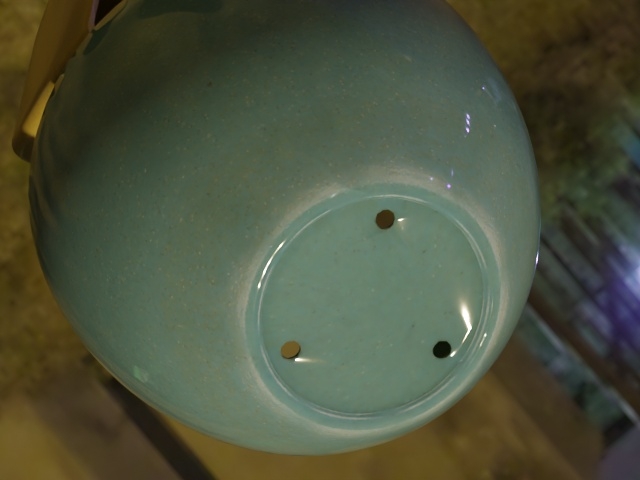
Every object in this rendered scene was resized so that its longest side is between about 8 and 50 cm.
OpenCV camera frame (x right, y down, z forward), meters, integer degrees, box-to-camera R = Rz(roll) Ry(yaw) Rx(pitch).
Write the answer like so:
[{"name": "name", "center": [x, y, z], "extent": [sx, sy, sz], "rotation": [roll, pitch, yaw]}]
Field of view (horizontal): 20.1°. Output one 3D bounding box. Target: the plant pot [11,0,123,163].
[{"name": "plant pot", "center": [-0.132, -0.138, 1.448], "extent": [0.187, 0.212, 0.212], "rotation": [-38, -145, 39]}]

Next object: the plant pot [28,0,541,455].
[{"name": "plant pot", "center": [0.000, 0.000, 0.971], "extent": [0.290, 0.290, 0.195], "rotation": [-40, -154, 1]}]
